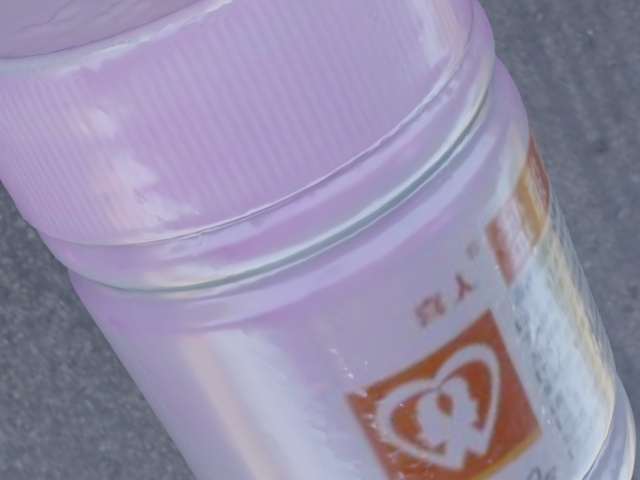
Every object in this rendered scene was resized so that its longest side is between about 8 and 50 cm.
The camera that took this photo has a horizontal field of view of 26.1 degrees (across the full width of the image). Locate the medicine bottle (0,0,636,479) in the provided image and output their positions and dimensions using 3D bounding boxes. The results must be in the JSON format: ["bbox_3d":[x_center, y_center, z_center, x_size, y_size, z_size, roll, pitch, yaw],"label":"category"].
[{"bbox_3d":[0.000,0.000,0.590,0.202,0.202,0.316,-38,125,-16],"label":"medicine bottle"}]
